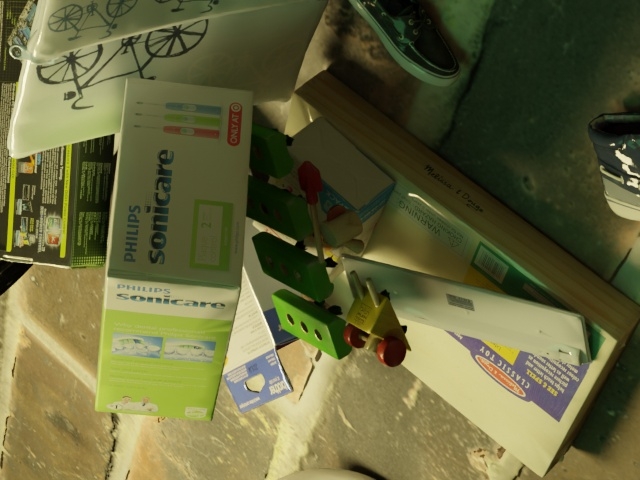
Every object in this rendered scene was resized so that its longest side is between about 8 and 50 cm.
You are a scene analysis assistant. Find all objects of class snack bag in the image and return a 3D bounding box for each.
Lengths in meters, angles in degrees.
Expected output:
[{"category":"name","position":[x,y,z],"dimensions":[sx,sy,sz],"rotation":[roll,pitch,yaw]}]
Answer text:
[{"category":"snack bag","position":[-0.117,-0.199,1.543],"dimensions":[0.037,0.323,0.342],"rotation":[59,147,24]}]

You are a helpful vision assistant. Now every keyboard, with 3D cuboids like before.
[{"category":"keyboard","position":[0.137,0.064,1.674],"dimensions":[0.256,0.014,0.072],"rotation":[14,138,27]}]

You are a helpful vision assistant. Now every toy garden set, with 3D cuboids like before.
[{"category":"toy garden set","position":[0.000,0.000,1.651],"dimensions":[0.204,0.049,0.244],"rotation":[25,139,54]}]

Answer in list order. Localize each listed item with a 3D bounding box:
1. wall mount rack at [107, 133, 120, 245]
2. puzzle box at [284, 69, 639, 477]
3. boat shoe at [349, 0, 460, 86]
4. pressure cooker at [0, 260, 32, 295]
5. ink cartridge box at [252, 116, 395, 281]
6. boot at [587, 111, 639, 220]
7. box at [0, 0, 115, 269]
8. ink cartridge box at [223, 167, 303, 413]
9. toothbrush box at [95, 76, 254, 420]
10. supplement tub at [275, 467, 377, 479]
[{"category":"wall mount rack","position":[-0.216,-0.100,1.827],"dimensions":[0.304,0.130,0.350],"rotation":[36,110,-9]},{"category":"puzzle box","position":[0.118,0.038,1.779],"dimensions":[0.409,0.052,0.272],"rotation":[39,146,16]},{"category":"boat shoe","position":[0.076,-0.199,1.585],"dimensions":[0.142,0.049,0.040],"rotation":[47,148,9]},{"category":"pressure cooker","position":[-0.511,-0.109,2.091],"dimensions":[0.420,0.375,0.370],"rotation":[48,151,0]},{"category":"ink cartridge box","position":[-0.003,-0.026,1.750],"dimensions":[0.104,0.061,0.181],"rotation":[42,147,13]},{"category":"boot","position":[0.301,-0.056,1.438],"dimensions":[0.190,0.069,0.086],"rotation":[10,134,48]},{"category":"box","position":[-0.305,-0.115,1.716],"dimensions":[0.216,0.060,0.270],"rotation":[5,94,28]},{"category":"ink cartridge box","position":[-0.098,0.029,1.929],"dimensions":[0.186,0.065,0.311],"rotation":[-33,76,64]},{"category":"toothbrush box","position":[-0.138,0.016,1.614],"dimensions":[0.122,0.206,0.283],"rotation":[5,149,-5]},{"category":"supplement tub","position":[0.012,0.468,2.191],"dimensions":[0.235,0.235,0.325],"rotation":[29,143,30]}]
